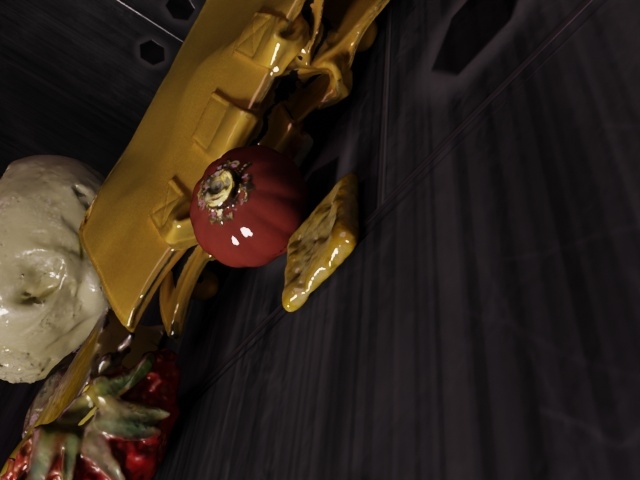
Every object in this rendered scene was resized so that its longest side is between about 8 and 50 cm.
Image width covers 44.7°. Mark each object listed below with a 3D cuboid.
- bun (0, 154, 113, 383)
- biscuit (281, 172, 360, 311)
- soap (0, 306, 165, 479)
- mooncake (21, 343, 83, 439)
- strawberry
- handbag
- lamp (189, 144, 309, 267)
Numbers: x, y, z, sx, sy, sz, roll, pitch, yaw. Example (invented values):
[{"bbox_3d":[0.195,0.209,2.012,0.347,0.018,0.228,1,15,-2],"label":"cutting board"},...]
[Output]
[{"bbox_3d":[-0.421,0.048,1.234,0.326,0.235,0.362,-147,72,-77],"label":"bun"},{"bbox_3d":[0.000,0.000,0.545,0.081,0.018,0.083,-49,21,31],"label":"biscuit"},{"bbox_3d":[-0.255,0.192,0.822,0.233,0.076,0.135,-51,22,20],"label":"soap"},{"bbox_3d":[-0.315,0.197,0.970,0.130,0.073,0.125,-55,18,7],"label":"mooncake"},{"bbox_3d":[-0.165,0.171,0.644,0.167,0.087,0.208,-44,-11,-15],"label":"strawberry"},{"bbox_3d":[-0.092,-0.113,0.790,0.401,0.133,0.283,-58,24,6],"label":"handbag"},{"bbox_3d":[-0.057,-0.027,0.621,0.101,0.090,0.101,-11,65,25],"label":"lamp"}]
